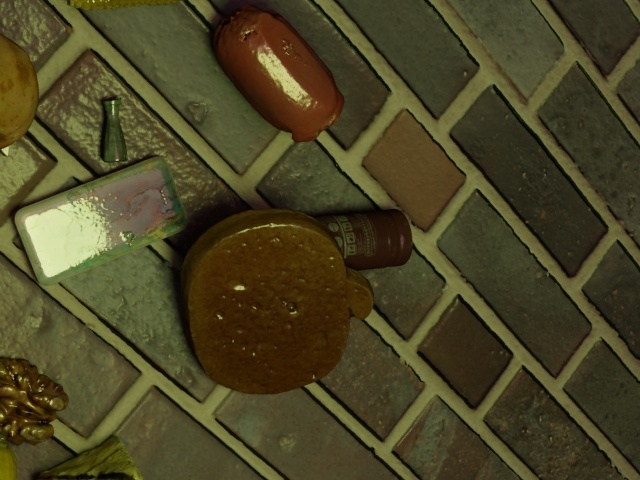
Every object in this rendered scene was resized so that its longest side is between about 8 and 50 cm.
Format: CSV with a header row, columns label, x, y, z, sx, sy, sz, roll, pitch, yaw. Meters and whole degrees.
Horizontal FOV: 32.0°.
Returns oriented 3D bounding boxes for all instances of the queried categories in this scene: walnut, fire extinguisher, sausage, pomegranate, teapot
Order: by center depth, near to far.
label,x,y,z,sx,sy,sz,roll,pitch,yaw
pomegranate,-0.538,-0.231,1.722,0.207,0.207,0.207,-4,100,-27
walnut,-0.513,0.276,1.891,0.170,0.069,0.143,25,88,-25
teapot,-0.356,-0.190,1.918,0.043,0.043,0.110,-5,96,-27
sausage,-0.073,-0.295,1.986,0.152,0.152,0.279,-47,112,-14
fire extinguisher,0.000,0.000,2.092,0.337,0.114,0.135,-6,69,-27

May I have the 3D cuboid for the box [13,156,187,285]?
label,x,y,z,sx,sy,sz,roll,pitch,yaw
box,-0.376,-0.036,1.929,0.285,0.044,0.142,-24,104,-23

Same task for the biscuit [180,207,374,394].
label,x,y,z,sx,sy,sz,roll,pitch,yaw
biscuit,-0.077,0.110,2.009,0.350,0.070,0.394,-4,125,-12

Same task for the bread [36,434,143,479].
label,x,y,z,sx,sy,sz,roll,pitch,yaw
bread,-0.349,0.499,1.909,0.198,0.236,0.263,-30,109,-23

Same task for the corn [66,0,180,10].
label,x,y,z,sx,sy,sz,roll,pitch,yaw
corn,-0.264,-0.461,1.874,0.347,0.130,0.130,-15,104,-21

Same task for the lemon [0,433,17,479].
label,x,y,z,sx,sy,sz,roll,pitch,yaw
lemon,-0.591,0.392,1.798,0.192,0.192,0.231,39,96,-26

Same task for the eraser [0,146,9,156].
label,x,y,z,sx,sy,sz,roll,pitch,yaw
eraser,-0.520,-0.188,1.839,0.019,0.027,0.099,3,96,-29
